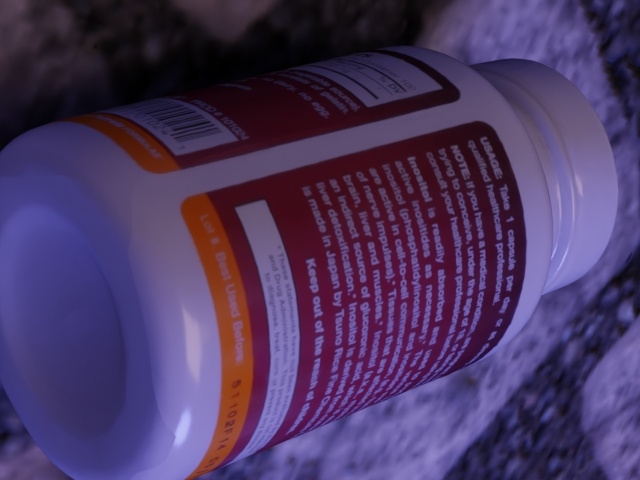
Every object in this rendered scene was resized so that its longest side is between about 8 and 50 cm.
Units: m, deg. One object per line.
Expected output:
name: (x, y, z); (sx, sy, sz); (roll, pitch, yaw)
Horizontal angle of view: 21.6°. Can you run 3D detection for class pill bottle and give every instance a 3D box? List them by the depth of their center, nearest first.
pill bottle: (0.000, 0.000, 0.409); (0.152, 0.086, 0.086); (-17, 125, -38)
